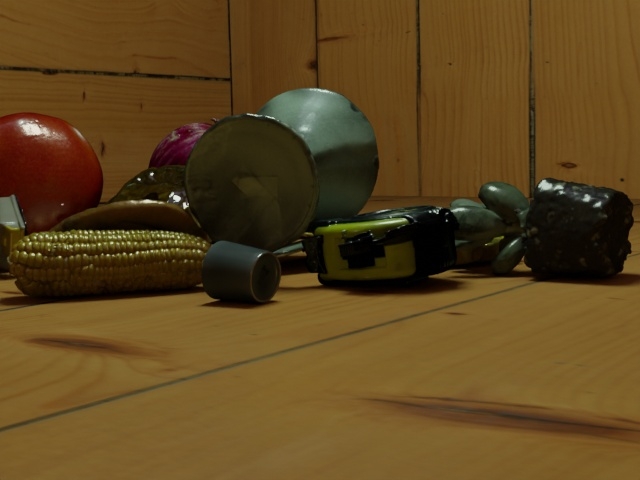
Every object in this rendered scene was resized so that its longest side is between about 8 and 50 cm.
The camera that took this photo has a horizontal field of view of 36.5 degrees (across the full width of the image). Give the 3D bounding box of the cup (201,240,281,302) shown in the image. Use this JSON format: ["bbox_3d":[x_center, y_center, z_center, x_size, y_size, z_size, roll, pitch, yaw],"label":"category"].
[{"bbox_3d":[-0.096,0.048,1.269,0.077,0.078,0.100,8,-21,32],"label":"cup"}]

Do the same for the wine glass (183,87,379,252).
[{"bbox_3d":[-0.064,-0.113,1.575,0.267,0.267,0.406,0,9,13],"label":"wine glass"}]

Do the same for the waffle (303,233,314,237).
[{"bbox_3d":[-0.014,-0.028,2.187,0.191,0.038,0.191,-2,5,0],"label":"waffle"}]

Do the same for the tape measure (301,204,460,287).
[{"bbox_3d":[0.100,0.011,1.381,0.199,0.112,0.186,-13,5,-41],"label":"tape measure"}]

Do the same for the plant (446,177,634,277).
[{"bbox_3d":[0.317,-0.017,1.448,0.275,0.149,0.146,5,-8,31],"label":"plant"}]

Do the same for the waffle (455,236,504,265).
[{"bbox_3d":[0.209,0.008,1.649,0.253,0.056,0.249,-7,7,-32],"label":"waffle"}]

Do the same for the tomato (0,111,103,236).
[{"bbox_3d":[-0.543,-0.084,1.806,0.299,0.226,0.298,-26,-26,-14],"label":"tomato"}]

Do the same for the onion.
[{"bbox_3d":[-0.205,-0.099,1.888,0.256,0.272,0.230,15,4,23],"label":"onion"}]

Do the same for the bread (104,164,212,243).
[{"bbox_3d":[-0.276,-0.046,1.686,0.210,0.109,0.192,4,43,35],"label":"bread"}]

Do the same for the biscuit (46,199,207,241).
[{"bbox_3d":[-0.297,0.009,1.440,0.260,0.041,0.203,-8,-28,-6],"label":"biscuit"}]

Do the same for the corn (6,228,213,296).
[{"bbox_3d":[-0.287,0.032,1.360,0.292,0.101,0.101,1,5,-16],"label":"corn"}]

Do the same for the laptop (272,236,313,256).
[{"bbox_3d":[0.000,0.000,1.660,0.269,0.015,0.188,-16,2,-32],"label":"laptop"}]

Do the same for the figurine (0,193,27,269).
[{"bbox_3d":[-0.631,-0.008,1.578,0.309,0.143,0.308,-10,-27,-5],"label":"figurine"}]
